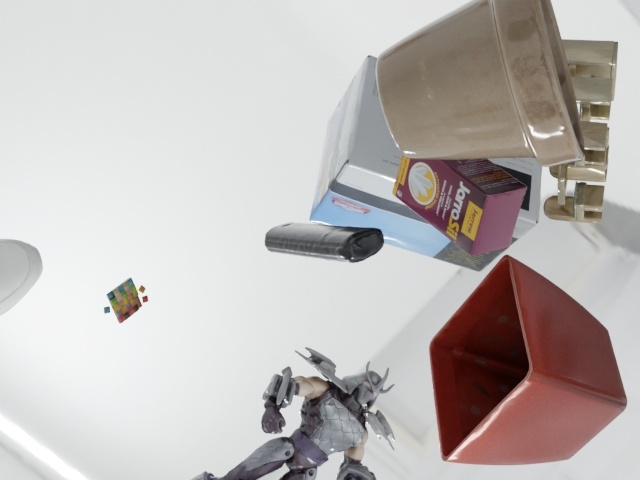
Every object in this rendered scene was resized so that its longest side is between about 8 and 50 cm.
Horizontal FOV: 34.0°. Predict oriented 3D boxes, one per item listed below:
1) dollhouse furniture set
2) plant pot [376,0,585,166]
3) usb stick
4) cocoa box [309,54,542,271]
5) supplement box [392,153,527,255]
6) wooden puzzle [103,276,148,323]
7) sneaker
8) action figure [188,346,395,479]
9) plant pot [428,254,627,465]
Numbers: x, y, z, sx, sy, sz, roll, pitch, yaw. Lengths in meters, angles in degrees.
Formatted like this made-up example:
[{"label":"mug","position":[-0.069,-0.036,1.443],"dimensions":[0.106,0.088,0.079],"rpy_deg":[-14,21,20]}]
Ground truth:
[{"label":"dollhouse furniture set","position":[0.356,-0.179,1.583],"dimensions":[0.160,0.242,0.212],"rpy_deg":[6,153,16]},{"label":"plant pot","position":[0.202,-0.202,1.358],"dimensions":[0.263,0.229,0.263],"rpy_deg":[-14,-90,-72]},{"label":"usb stick","position":[0.000,0.000,1.619],"dimensions":[0.278,0.077,0.045],"rpy_deg":[5,118,60]},{"label":"cocoa box","position":[0.185,-0.125,1.838],"dimensions":[0.347,0.232,0.228],"rpy_deg":[17,152,-11]},{"label":"supplement box","position":[0.198,-0.072,1.517],"dimensions":[0.080,0.104,0.188],"rpy_deg":[-12,-143,-34]},{"label":"wooden puzzle","position":[-0.281,0.086,1.509],"dimensions":[0.006,0.083,0.049],"rpy_deg":[-1,118,39]},{"label":"sneaker","position":[-0.520,0.070,1.395],"dimensions":[0.152,0.305,0.114],"rpy_deg":[163,91,-71]},{"label":"action figure","position":[-0.028,0.236,1.105],"dimensions":[0.185,0.285,0.099],"rpy_deg":[48,175,-15]},{"label":"plant pot","position":[0.362,0.233,1.792],"dimensions":[0.235,0.267,0.267],"rpy_deg":[20,-140,-18]}]
